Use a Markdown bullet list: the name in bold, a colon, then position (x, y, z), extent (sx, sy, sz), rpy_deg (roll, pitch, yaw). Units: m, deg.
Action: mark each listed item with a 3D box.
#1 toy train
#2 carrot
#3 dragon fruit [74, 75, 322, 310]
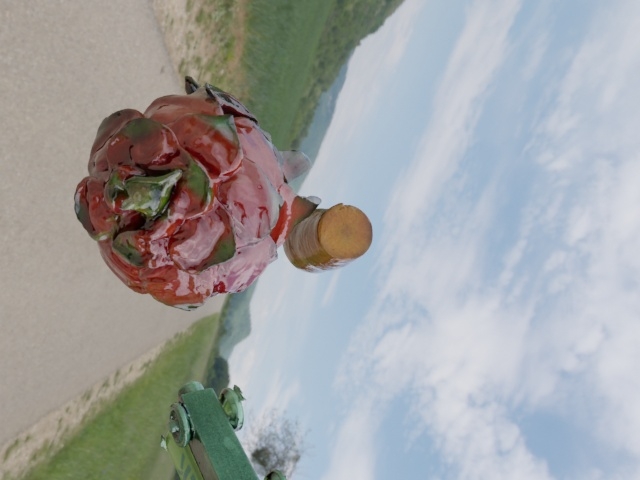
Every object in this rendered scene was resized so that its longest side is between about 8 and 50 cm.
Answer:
- **toy train**: position (-0.128, 0.306, 0.687), extent (0.253, 0.105, 0.157), rpy_deg (47, -49, 40)
- **carrot**: position (0.000, 0.000, 0.647), extent (0.193, 0.087, 0.087), rpy_deg (-179, -72, -81)
- **dragon fruit**: position (-0.113, -0.043, 0.525), extent (0.193, 0.192, 0.274), rpy_deg (-54, 173, 18)
